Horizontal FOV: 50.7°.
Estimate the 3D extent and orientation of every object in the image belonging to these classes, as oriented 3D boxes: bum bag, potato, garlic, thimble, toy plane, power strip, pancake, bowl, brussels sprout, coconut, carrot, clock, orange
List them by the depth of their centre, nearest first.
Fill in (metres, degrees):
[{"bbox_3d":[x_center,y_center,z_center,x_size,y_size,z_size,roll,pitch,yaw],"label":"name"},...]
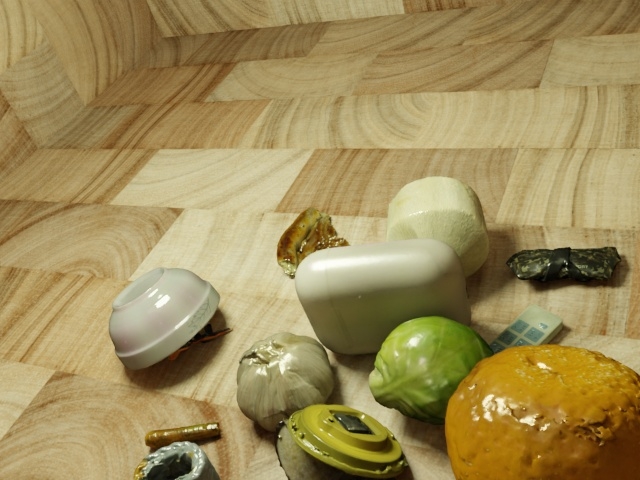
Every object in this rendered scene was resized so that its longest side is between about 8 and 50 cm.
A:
[{"bbox_3d":[0.368,0.329,1.070,0.340,0.293,0.340,-4,15,1],"label":"orange"},{"bbox_3d":[0.055,0.358,1.257,0.237,0.237,0.057,27,100,43],"label":"clock"},{"bbox_3d":[0.029,0.442,1.281,0.261,0.100,0.120,23,93,24],"label":"potato"},{"bbox_3d":[0.218,0.251,1.305,0.244,0.244,0.244,-12,38,10],"label":"brussels sprout"},{"bbox_3d":[-0.279,0.478,1.323,0.151,0.118,0.127,-17,38,2],"label":"thimble"},{"bbox_3d":[0.422,0.209,1.411,0.192,0.035,0.081,-37,41,-20],"label":"power strip"},{"bbox_3d":[-0.081,0.289,1.440,0.228,0.152,0.228,-8,39,6],"label":"garlic"},{"bbox_3d":[-0.297,0.421,1.466,0.170,0.042,0.042,-12,38,6],"label":"carrot"},{"bbox_3d":[0.545,0.053,1.518,0.248,0.069,0.102,-6,17,16],"label":"bum bag"},{"bbox_3d":[0.271,-0.012,1.581,0.237,0.237,0.266,-10,41,12],"label":"coconut"},{"bbox_3d":[-0.403,0.167,1.660,0.287,0.144,0.287,-28,20,11],"label":"bowl"},{"bbox_3d":[-0.312,0.236,1.676,0.188,0.062,0.135,-24,15,-9],"label":"toy plane"},{"bbox_3d":[0.000,0.000,1.830,0.244,0.057,0.266,10,46,31],"label":"pancake"}]

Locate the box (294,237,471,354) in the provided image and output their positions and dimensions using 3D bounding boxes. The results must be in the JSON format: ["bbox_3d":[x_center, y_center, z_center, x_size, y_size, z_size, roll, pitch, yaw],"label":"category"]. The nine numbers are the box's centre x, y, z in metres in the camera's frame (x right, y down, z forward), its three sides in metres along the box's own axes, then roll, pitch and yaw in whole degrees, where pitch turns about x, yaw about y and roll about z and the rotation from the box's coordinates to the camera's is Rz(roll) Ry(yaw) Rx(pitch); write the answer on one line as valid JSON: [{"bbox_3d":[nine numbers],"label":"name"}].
[{"bbox_3d":[0.135,0.124,1.432,0.349,0.289,0.141,-7,46,15],"label":"box"}]
